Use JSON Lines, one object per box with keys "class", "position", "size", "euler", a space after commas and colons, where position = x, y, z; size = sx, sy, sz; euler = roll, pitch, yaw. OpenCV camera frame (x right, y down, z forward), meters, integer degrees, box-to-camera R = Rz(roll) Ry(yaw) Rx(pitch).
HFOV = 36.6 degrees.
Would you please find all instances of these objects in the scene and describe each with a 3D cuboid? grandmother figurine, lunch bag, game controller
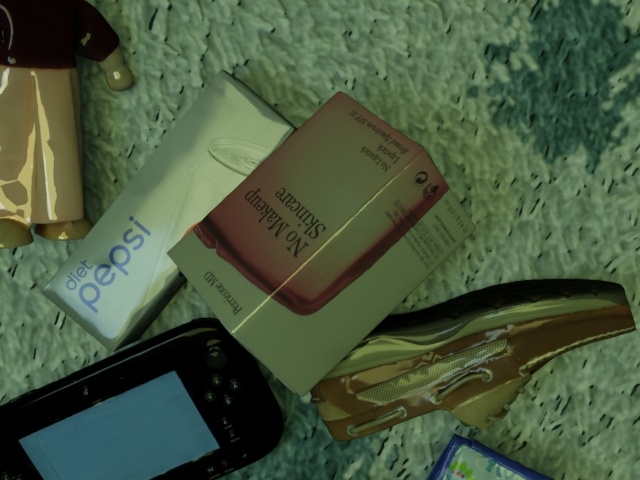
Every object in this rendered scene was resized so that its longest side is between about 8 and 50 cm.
{"class": "grandmother figurine", "position": [-0.276, -0.171, 0.946], "size": [0.104, 0.208, 0.342], "euler": [9, 105, 40]}
{"class": "lunch bag", "position": [0.156, 0.274, 0.933], "size": [0.129, 0.096, 0.151], "euler": [25, 108, 3]}
{"class": "game controller", "position": [-0.201, 0.200, 0.980], "size": [0.319, 0.067, 0.166], "euler": [-24, 101, 5]}

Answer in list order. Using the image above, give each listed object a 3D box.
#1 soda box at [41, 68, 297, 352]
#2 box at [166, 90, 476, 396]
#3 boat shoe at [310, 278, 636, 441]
{"class": "soda box", "position": [-0.145, -0.028, 0.973], "size": [0.098, 0.091, 0.286], "euler": [40, 93, 3]}
{"class": "box", "position": [0.000, 0.000, 0.902], "size": [0.232, 0.127, 0.148], "euler": [-44, 44, -3]}
{"class": "boat shoe", "position": [0.142, 0.119, 0.945], "size": [0.324, 0.122, 0.119], "euler": [-14, 94, 13]}
